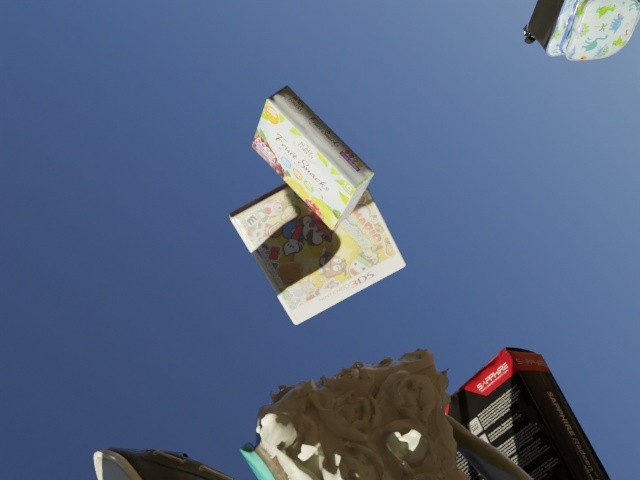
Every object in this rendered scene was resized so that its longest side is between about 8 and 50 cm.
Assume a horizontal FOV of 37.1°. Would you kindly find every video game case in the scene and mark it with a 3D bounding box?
[{"bbox_3d":[0.000,0.000,1.486,0.227,0.206,0.026,61,-179,-30],"label":"video game case"}]

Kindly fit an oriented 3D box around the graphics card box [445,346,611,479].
[{"bbox_3d":[0.297,0.370,1.366,0.094,0.233,0.371,12,-139,-40],"label":"graphics card box"}]

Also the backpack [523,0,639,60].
[{"bbox_3d":[0.300,-0.251,1.045,0.114,0.105,0.084,-12,-131,-23],"label":"backpack"}]

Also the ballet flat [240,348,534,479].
[{"bbox_3d":[0.105,0.219,0.429,0.147,0.147,0.409,1,-130,-51],"label":"ballet flat"}]

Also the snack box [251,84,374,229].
[{"bbox_3d":[-0.011,-0.092,1.074,0.141,0.100,0.037,46,-120,10],"label":"snack box"}]

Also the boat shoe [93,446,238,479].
[{"bbox_3d":[-0.207,0.348,1.322,0.099,0.319,0.116,-21,-74,-38],"label":"boat shoe"}]
